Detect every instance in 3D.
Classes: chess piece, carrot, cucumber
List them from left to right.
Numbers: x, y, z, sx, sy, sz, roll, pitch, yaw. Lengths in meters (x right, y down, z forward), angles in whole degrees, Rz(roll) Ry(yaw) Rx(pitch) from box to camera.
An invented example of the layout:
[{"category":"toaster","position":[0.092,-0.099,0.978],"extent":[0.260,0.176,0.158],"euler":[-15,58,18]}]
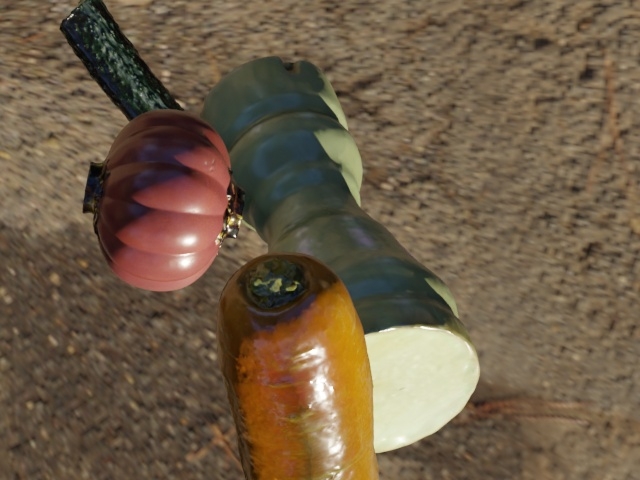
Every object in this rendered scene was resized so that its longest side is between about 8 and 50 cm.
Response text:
[{"category":"cucumber","position":[-0.174,-0.143,1.601],"extent":[0.058,0.052,0.214],"euler":[-40,102,-10]},{"category":"carrot","position":[-0.006,0.094,0.746],"extent":[0.067,0.067,0.225],"euler":[-19,129,-14]},{"category":"chess piece","position":[0.000,0.000,1.816],"extent":[0.234,0.442,0.234],"euler":[-13,143,-10]}]

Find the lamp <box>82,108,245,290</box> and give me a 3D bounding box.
[{"category":"lamp","position":[-0.091,-0.024,0.959],"extent":[0.092,0.107,0.107],"euler":[10,94,-8]}]
